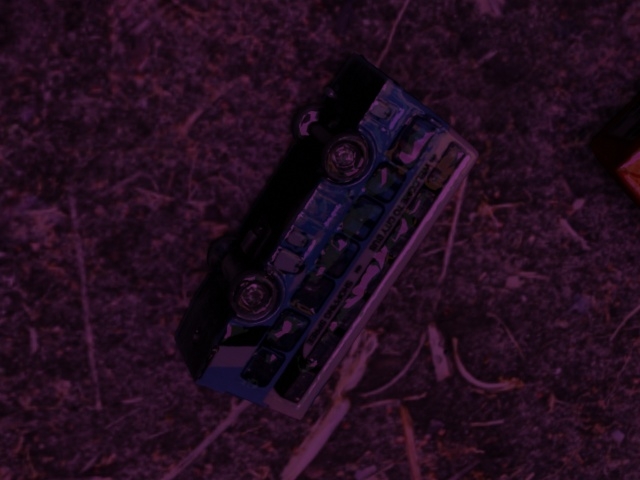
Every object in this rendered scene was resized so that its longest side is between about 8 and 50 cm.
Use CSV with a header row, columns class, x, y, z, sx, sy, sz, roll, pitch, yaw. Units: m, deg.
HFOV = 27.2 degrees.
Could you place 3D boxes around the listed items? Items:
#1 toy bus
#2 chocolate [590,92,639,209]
class,x,y,z,sx,sy,sz,roll,pitch,yaw
toy bus,0.000,0.000,1.122,0.131,0.106,0.297,30,100,-26
chocolate,0.395,-0.082,1.213,0.237,0.108,0.235,-44,116,3
